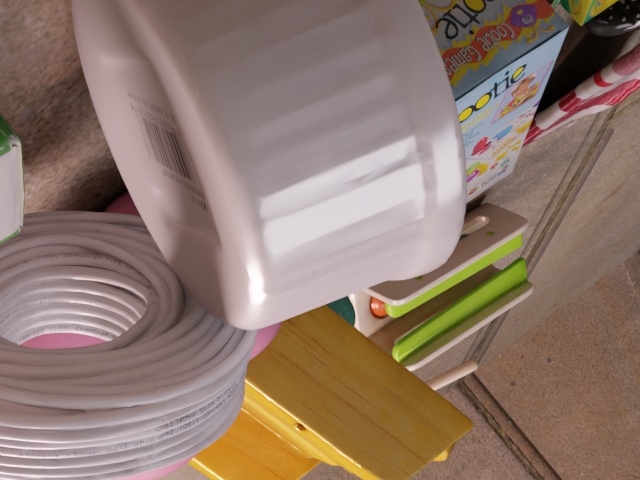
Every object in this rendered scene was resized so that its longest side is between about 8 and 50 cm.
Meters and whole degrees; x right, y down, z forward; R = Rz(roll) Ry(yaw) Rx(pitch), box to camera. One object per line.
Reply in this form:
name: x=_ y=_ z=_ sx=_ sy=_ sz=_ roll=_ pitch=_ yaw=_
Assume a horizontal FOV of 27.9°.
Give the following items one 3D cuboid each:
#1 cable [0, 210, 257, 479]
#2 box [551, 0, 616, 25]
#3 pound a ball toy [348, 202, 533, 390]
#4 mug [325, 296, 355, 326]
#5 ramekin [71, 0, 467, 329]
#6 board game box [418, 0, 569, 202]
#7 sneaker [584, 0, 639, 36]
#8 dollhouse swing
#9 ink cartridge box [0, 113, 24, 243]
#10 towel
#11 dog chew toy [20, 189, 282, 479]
cable: x=-0.172 y=0.066 z=0.871 sx=0.257 sy=0.257 sz=0.089 roll=-16 pitch=126 yaw=-35
box: x=0.325 y=-0.302 z=1.379 sx=0.179 sy=0.043 sz=0.105 roll=-33 pitch=162 yaw=-13
pound a ball toy: x=0.157 y=0.103 z=1.859 sx=0.319 sy=0.136 sz=0.208 roll=-29 pitch=125 yaw=-30
mug: x=-0.028 y=0.100 z=1.528 sx=0.129 sy=0.097 sz=0.158 roll=-35 pitch=-176 yaw=-20
ramekin: x=-0.043 y=-0.080 z=0.792 sx=0.135 sy=0.277 sz=0.277 roll=-25 pitch=159 yaw=-20
board game box: x=0.099 y=-0.135 z=1.157 sx=0.144 sy=0.142 sz=0.275 roll=-34 pitch=163 yaw=-15
sneaker: x=0.388 y=-0.280 z=1.505 sx=0.234 sy=0.078 sz=0.106 roll=-33 pitch=160 yaw=-26
dollhouse swing: x=-0.091 y=0.255 z=1.356 sx=0.347 sy=0.315 sz=0.305 roll=-27 pitch=-152 yaw=58
ink cartridge box: x=-0.239 y=-0.064 z=0.515 sx=0.153 sy=0.208 sz=0.087 roll=-32 pitch=165 yaw=-22
towel: x=0.378 y=-0.201 z=1.622 sx=0.237 sy=0.037 sz=0.329 roll=-27 pitch=175 yaw=-34
dog chew toy: x=-0.123 y=0.044 z=1.085 sx=0.332 sy=0.206 sz=0.206 roll=-50 pitch=162 yaw=8
